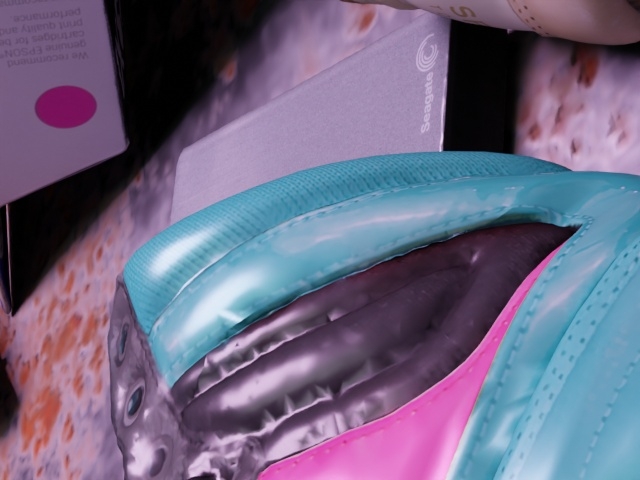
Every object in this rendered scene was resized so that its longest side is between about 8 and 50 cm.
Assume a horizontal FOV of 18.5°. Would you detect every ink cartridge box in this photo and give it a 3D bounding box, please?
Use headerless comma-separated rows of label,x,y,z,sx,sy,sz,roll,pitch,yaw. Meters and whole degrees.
ink cartridge box,-0.106,-0.156,0.633,0.371,0.069,0.175,91,172,-51

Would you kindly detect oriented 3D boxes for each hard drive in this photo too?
hard drive,0.000,0.000,0.535,0.135,0.022,0.094,-24,54,51

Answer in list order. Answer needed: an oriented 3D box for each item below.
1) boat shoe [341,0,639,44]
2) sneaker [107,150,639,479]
boat shoe,0.040,-0.184,0.398,0.098,0.109,0.302,19,125,32
sneaker,-0.015,0.089,0.366,0.295,0.124,0.178,-40,32,0
